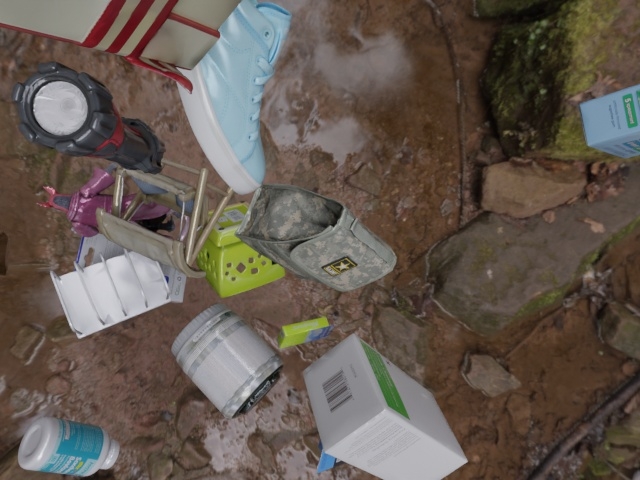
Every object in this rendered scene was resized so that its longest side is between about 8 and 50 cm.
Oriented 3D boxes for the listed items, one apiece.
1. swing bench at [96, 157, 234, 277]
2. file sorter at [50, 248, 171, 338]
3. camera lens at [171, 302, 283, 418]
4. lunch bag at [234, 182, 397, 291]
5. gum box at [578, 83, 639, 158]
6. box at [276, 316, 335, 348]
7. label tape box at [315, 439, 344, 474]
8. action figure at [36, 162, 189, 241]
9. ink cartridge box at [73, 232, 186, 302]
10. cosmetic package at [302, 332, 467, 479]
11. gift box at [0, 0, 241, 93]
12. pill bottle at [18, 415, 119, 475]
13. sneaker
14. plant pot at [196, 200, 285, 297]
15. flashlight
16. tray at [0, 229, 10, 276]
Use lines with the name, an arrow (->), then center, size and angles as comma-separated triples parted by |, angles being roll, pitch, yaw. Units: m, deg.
swing bench -> -0.381, -0.069, 1.070 | 0.253, 0.165, 0.255 | 19, 88, 18
file sorter -> -0.602, 0.132, 1.280 | 0.277, 0.173, 0.193 | -22, 83, -24
camera lens -> -0.259, 0.344, 1.262 | 0.274, 0.219, 0.219 | 42, 76, 12
lunch bag -> 0.000, 0.000, 0.976 | 0.235, 0.286, 0.169 | 38, 69, -45
gum box -> 0.340, -0.116, 0.366 | 0.156, 0.184, 0.041 | -5, 84, -46
box -> -0.050, 0.308, 1.481 | 0.178, 0.109, 0.043 | -8, 57, -24
label tape box -> 0.092, 0.506, 1.289 | 0.333, 0.105, 0.241 | 13, 93, -47
action figure -> -0.593, -0.065, 1.256 | 0.369, 0.276, 0.248 | 8, 115, -34
ink cartridge box -> -0.629, 0.096, 1.486 | 0.370, 0.069, 0.176 | 20, 68, -43
cosmetic package -> 0.142, 0.385, 0.957 | 0.155, 0.197, 0.365 | -40, 128, 12
gift box -> -0.149, -0.257, 0.274 | 0.258, 0.255, 0.277 | -37, 85, 23
pill bottle -> -0.765, 0.643, 1.368 | 0.264, 0.146, 0.146 | 41, 75, -44
sneaker -> -0.101, -0.226, 0.561 | 0.149, 0.135, 0.366 | -10, 128, 4
plant pot -> -0.261, 0.011, 1.385 | 0.227, 0.228, 0.207 | -19, 124, -28
flashlight -> -0.306, -0.160, 0.633 | 0.103, 0.304, 0.103 | 15, 94, -8
tray -> -0.487, -0.004, 0.474 | 0.202, 0.410, 0.076 | 6, 81, -28
